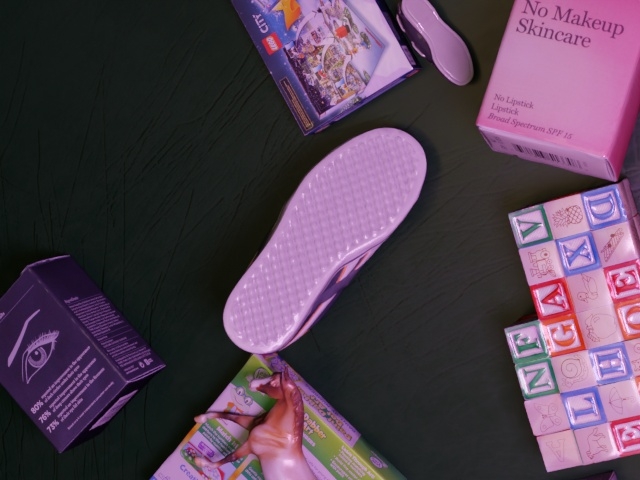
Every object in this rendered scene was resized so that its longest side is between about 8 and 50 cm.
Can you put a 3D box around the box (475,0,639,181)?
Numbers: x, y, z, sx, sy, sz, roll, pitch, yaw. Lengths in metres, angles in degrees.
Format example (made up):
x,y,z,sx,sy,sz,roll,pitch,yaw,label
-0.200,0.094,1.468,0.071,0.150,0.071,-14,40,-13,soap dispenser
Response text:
x,y,z,sx,sy,sz,roll,pitch,yaw,label
0.276,-0.199,1.457,0.148,0.127,0.232,16,86,19,box

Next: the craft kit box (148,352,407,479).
x,y,z,sx,sy,sz,roll,pitch,yaw,label
-0.060,0.307,1.732,0.250,0.061,0.247,44,112,10,craft kit box

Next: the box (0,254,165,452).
x,y,z,sx,sy,sz,roll,pitch,yaw,label
-0.336,0.146,1.784,0.153,0.108,0.207,-44,81,21,box

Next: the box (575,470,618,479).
x,y,z,sx,sy,sz,roll,pitch,yaw,label
0.267,0.392,1.616,0.231,0.056,0.183,-20,90,22,box

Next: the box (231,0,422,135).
x,y,z,sx,sy,sz,roll,pitch,yaw,label
-0.004,-0.266,1.632,0.159,0.044,0.233,-30,87,22,box

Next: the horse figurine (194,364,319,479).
x,y,z,sx,sy,sz,roll,pitch,yaw,label
-0.063,0.294,1.669,0.174,0.066,0.263,-18,88,28,horse figurine

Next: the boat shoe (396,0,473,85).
x,y,z,sx,sy,sz,roll,pitch,yaw,label
0.132,-0.231,1.590,0.046,0.038,0.125,-38,88,-21,boat shoe

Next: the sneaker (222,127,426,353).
x,y,z,sx,sy,sz,roll,pitch,yaw,label
0.000,0.000,1.637,0.126,0.127,0.321,42,85,5,sneaker

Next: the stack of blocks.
x,y,z,sx,sy,sz,roll,pitch,yaw,label
0.303,0.095,1.543,0.171,0.087,0.297,-16,92,22,stack of blocks
